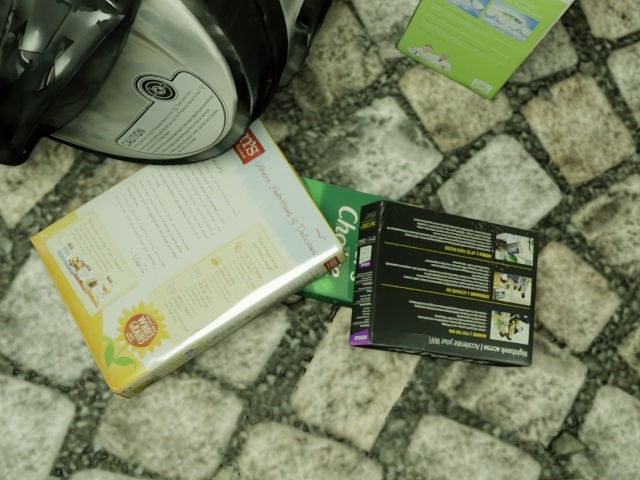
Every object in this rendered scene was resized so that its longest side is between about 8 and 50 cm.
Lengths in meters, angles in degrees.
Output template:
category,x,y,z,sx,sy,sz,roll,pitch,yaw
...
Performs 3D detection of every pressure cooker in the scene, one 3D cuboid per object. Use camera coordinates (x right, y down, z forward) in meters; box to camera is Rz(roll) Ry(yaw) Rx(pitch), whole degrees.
category,x,y,z,sx,sy,sz,roll,pitch,yaw
pressure cooker,-0.177,-0.258,0.818,0.375,0.370,0.421,10,63,19

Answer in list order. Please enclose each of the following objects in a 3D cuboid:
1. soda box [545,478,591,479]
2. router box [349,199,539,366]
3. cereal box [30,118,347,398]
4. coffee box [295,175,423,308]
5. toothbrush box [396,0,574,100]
category,x,y,z,sx,sy,sz,roll,pitch,yaw
soda box,0.211,0.359,0.871,0.091,0.098,0.286,-7,77,-8
router box,0.119,0.043,0.933,0.178,0.046,0.133,11,78,-24
cereal box,-0.120,0.008,0.906,0.240,0.047,0.173,-31,72,-3
coffee box,0.000,0.000,0.961,0.184,0.040,0.113,15,75,-4
toothbrush box,0.194,-0.289,0.934,0.122,0.283,0.206,28,74,0
